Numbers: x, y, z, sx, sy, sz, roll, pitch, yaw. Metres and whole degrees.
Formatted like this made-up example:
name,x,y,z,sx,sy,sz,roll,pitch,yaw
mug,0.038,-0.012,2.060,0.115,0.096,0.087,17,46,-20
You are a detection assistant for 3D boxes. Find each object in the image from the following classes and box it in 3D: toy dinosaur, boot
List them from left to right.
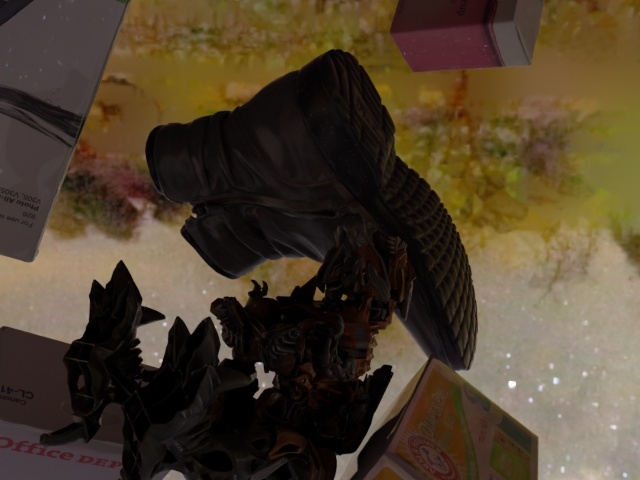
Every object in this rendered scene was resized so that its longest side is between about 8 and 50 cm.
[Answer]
name,x,y,z,sx,sy,sz,roll,pitch,yaw
toy dinosaur,-0.045,0.124,0.469,0.164,0.322,0.218,-10,146,42
boot,0.000,0.000,0.688,0.223,0.338,0.118,-20,-161,28

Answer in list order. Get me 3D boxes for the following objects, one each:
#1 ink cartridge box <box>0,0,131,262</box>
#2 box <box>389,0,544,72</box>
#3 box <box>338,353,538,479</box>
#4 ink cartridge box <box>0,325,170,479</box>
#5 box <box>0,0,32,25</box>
name,x,y,z,sx,sy,sz,roll,pitch,yaw
ink cartridge box,-0.234,-0.161,0.559,0.122,0.289,0.211,18,-156,-25
box,0.264,-0.402,1.273,0.232,0.148,0.127,4,158,33
box,0.079,0.180,0.506,0.114,0.103,0.203,38,-163,8
ink cartridge box,-0.334,0.266,0.840,0.226,0.306,0.131,23,-149,-31
box,-0.225,-0.125,0.267,0.142,0.247,0.163,40,150,-10
